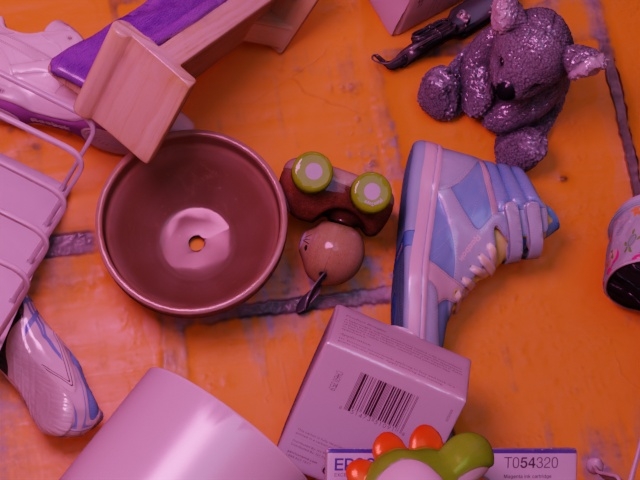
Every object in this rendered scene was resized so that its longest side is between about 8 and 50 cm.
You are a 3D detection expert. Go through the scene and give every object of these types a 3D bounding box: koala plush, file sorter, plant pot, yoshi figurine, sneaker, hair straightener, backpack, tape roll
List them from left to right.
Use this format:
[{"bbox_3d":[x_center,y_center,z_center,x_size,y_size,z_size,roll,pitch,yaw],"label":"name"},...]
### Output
[{"bbox_3d":[-0.399,-0.046,1.694,0.193,0.173,0.277,27,46,-13],"label":"file sorter"},{"bbox_3d":[-0.346,0.142,1.769,0.085,0.086,0.237,-40,67,17],"label":"sneaker"},{"bbox_3d":[-0.303,-0.205,1.854,0.305,0.114,0.152,16,72,-3],"label":"sneaker"},{"bbox_3d":[-0.153,0.284,1.656,0.246,0.246,0.169,36,72,4],"label":"tape roll"},{"bbox_3d":[-0.158,-0.011,1.810,0.237,0.109,0.237,0,74,0],"label":"plant pot"},{"bbox_3d":[0.069,0.356,1.542,0.362,0.203,0.203,-34,116,-19],"label":"yoshi figurine"},{"bbox_3d":[0.171,-0.297,1.964,0.230,0.089,0.047,-27,80,-15],"label":"hair straightener"},{"bbox_3d":[0.201,0.030,1.849,0.208,0.127,0.318,8,73,-4],"label":"sneaker"},{"bbox_3d":[0.265,-0.235,1.889,0.196,0.221,0.203,36,71,4],"label":"koala plush"},{"bbox_3d":[0.491,0.017,1.844,0.254,0.225,0.191,4,69,4],"label":"backpack"}]

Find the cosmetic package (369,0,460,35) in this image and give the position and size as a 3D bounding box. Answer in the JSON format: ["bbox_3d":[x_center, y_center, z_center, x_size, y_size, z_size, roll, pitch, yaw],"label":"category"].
[{"bbox_3d":[0.216,-0.477,1.995,0.385,0.156,0.217,-28,79,-16],"label":"cosmetic package"}]

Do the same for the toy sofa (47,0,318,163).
[{"bbox_3d":[-0.161,-0.271,1.800,0.177,0.150,0.362,41,44,3],"label":"toy sofa"}]

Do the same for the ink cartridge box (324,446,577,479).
[{"bbox_3d":[0.143,0.404,1.689,0.324,0.071,0.330,3,85,-18],"label":"ink cartridge box"}]

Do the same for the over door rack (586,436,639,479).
[{"bbox_3d":[0.458,0.302,1.789,0.239,0.108,0.324,41,57,-14],"label":"over door rack"}]

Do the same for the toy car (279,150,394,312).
[{"bbox_3d":[0.000,0.000,1.825,0.149,0.155,0.188,19,84,-2],"label":"toy car"}]

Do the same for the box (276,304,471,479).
[{"bbox_3d":[0.063,0.203,1.734,0.181,0.119,0.181,23,112,0],"label":"box"}]
